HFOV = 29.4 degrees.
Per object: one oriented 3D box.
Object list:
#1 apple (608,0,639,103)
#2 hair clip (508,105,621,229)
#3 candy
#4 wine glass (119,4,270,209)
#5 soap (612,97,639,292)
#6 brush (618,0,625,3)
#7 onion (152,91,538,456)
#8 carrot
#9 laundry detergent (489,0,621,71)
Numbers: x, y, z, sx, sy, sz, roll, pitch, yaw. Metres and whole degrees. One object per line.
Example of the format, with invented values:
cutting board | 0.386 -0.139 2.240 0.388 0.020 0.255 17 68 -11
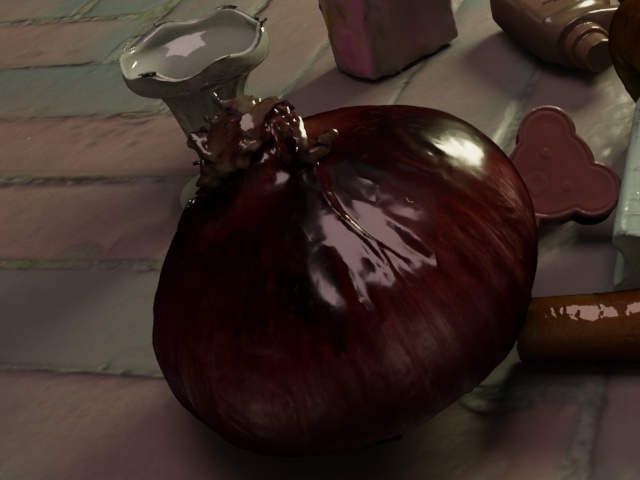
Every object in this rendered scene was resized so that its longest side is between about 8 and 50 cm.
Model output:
apple | 0.385 -0.198 1.261 0.147 0.163 0.146 -37 -1 -4
hair clip | 0.194 -0.047 1.152 0.138 0.123 0.102 -27 -10 -21
candy | 0.073 -0.350 1.534 0.155 0.265 0.115 -32 39 -27
wine glass | -0.116 -0.134 1.331 0.164 0.197 0.165 -11 30 6
soap | 0.347 -0.043 1.099 0.150 0.094 0.261 -1 33 21
brush | 0.402 -0.330 1.609 0.043 0.014 0.170 -16 31 -7
onion | 0.000 0.000 0.983 0.347 0.285 0.348 -26 29 16
carrot | 0.271 0.067 0.982 0.225 0.067 0.067 -4 33 19
laundry detergent | 0.325 -0.280 1.501 0.171 0.076 0.237 -19 32 -9
